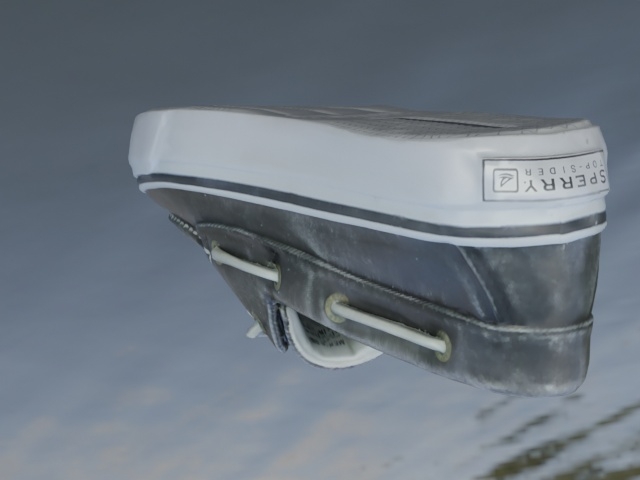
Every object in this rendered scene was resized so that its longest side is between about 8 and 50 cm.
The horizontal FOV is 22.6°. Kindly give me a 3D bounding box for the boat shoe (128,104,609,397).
[{"bbox_3d":[0.000,0.000,0.713,0.121,0.119,0.335,-3,-172,-26],"label":"boat shoe"}]
